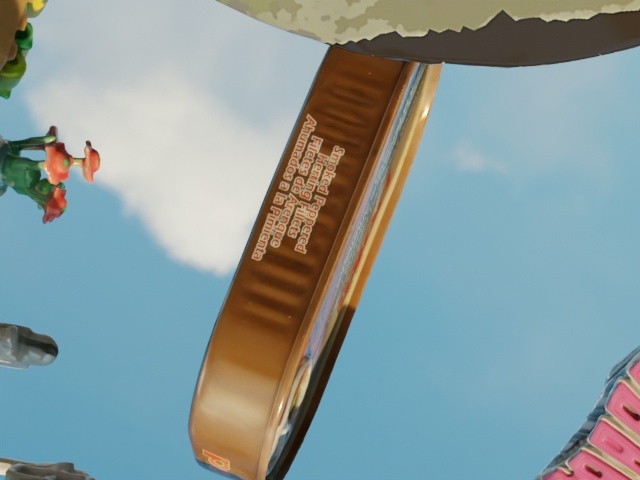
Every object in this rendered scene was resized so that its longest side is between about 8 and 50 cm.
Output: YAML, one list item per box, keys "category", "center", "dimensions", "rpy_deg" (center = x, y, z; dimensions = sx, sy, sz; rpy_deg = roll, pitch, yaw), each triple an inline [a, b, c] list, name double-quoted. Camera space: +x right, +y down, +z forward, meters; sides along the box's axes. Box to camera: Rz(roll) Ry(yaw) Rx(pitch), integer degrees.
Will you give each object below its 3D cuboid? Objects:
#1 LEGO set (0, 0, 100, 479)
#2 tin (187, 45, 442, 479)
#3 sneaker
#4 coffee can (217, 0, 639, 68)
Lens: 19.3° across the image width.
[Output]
- category: "LEGO set"
  center: [-0.107, 0.015, 0.535]
  dimensions: [0.107, 0.132, 0.287]
  rpy_deg: [8, -150, 11]
- category: "tin"
  center: [0.000, 0.000, 0.692]
  dimensions: [0.040, 0.189, 0.106]
  rpy_deg: [19, 165, 12]
- category: "sneaker"
  center: [0.155, 0.110, 0.963]
  dimensions: [0.063, 0.170, 0.075]
  rpy_deg: [36, -151, 11]
- category: "coffee can"
  center: [0.056, -0.195, 0.376]
  dimensions: [0.201, 0.201, 0.275]
  rpy_deg: [34, -130, -2]
